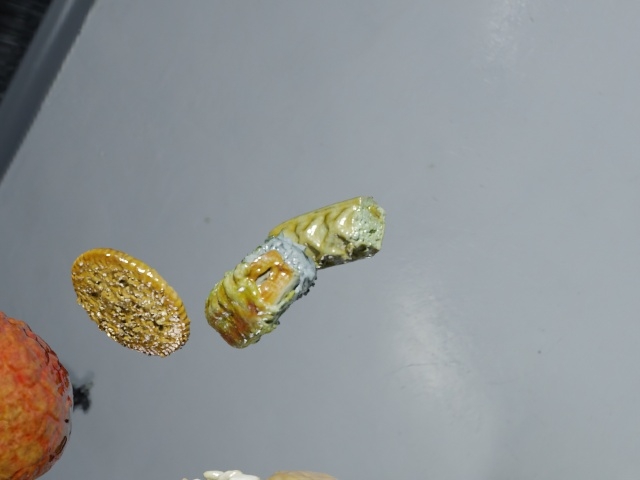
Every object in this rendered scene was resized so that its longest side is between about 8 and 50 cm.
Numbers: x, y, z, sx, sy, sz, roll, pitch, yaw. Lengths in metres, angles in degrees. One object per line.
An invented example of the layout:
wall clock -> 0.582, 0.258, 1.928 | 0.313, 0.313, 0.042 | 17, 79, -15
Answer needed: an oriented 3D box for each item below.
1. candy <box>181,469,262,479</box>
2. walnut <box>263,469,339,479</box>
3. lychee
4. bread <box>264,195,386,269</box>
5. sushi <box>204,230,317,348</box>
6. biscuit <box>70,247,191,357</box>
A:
candy -> -0.051, 0.176, 0.414 | 0.095, 0.085, 0.110 | -17, 108, 10
walnut -> -0.038, 0.605, 1.553 | 0.344, 0.306, 0.306 | -42, 71, 51
lychee -> -0.458, 0.240, 1.040 | 0.255, 0.255, 0.300 | -9, 85, 26
bread -> 0.000, 0.000, 1.667 | 0.267, 0.152, 0.130 | -17, 92, 28
sushi -> -0.118, 0.099, 1.476 | 0.139, 0.184, 0.274 | 48, 142, -1
biscuit -> -0.351, 0.117, 1.438 | 0.253, 0.035, 0.254 | 17, 133, 19
